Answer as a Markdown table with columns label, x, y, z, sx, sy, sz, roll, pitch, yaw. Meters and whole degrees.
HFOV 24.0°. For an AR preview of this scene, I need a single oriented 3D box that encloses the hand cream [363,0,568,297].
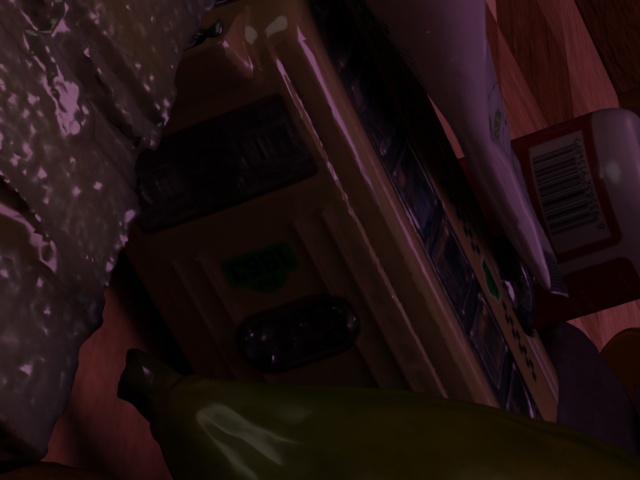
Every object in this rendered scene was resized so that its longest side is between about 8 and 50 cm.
| label | x | y | z | sx | sy | sz | roll | pitch | yaw |
| --- | --- | --- | --- | --- | --- | --- | --- | --- | --- |
| hand cream | 0.080 | -0.092 | 0.814 | 0.336 | 0.076 | 0.121 | 57 | 20 | -53 |

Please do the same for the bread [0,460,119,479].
| label | x | y | z | sx | sy | sz | roll | pitch | yaw |
| --- | --- | --- | --- | --- | --- | --- | --- | --- | --- |
| bread | -0.087 | 0.181 | 0.533 | 0.230 | 0.123 | 0.230 | 53 | 25 | -37 |

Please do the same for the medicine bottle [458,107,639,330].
| label | x | y | z | sx | sy | sz | roll | pitch | yaw |
| --- | --- | --- | --- | --- | --- | --- | --- | --- | --- |
| medicine bottle | 0.118 | 0.004 | 1.044 | 0.131 | 0.250 | 0.131 | 52 | 27 | -42 |

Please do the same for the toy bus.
| label | x | y | z | sx | sy | sz | roll | pitch | yaw |
| --- | --- | --- | --- | --- | --- | --- | --- | --- | --- |
| toy bus | 0.000 | 0.000 | 0.846 | 0.365 | 0.176 | 0.202 | 62 | 21 | -22 |

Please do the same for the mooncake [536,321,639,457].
| label | x | y | z | sx | sy | sz | roll | pitch | yaw |
| --- | --- | --- | --- | --- | --- | --- | --- | --- | --- |
| mooncake | 0.165 | 0.216 | 1.126 | 0.306 | 0.154 | 0.306 | 55 | 24 | -40 |

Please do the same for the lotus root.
| label | x | y | z | sx | sy | sz | roll | pitch | yaw |
| --- | --- | --- | --- | --- | --- | --- | --- | --- | --- |
| lotus root | -0.176 | -0.094 | 0.519 | 0.260 | 0.149 | 0.267 | 52 | 40 | -40 |

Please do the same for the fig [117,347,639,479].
| label | x | y | z | sx | sy | sz | roll | pitch | yaw |
| --- | --- | --- | --- | --- | --- | --- | --- | --- | --- |
| fig | 0.047 | 0.186 | 0.706 | 0.233 | 0.314 | 0.233 | -170 | -90 | -79 |

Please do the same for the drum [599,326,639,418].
| label | x | y | z | sx | sy | sz | roll | pitch | yaw |
| --- | --- | --- | --- | --- | --- | --- | --- | --- | --- |
| drum | 0.386 | 0.270 | 1.313 | 0.431 | 0.214 | 0.431 | 177 | -90 | -82 |
